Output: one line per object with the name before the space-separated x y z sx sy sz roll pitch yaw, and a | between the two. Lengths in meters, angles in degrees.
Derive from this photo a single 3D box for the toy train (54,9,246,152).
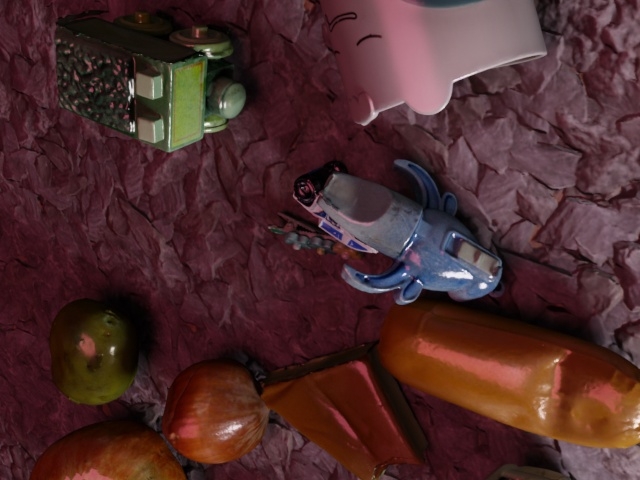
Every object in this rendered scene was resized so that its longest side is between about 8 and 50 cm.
toy train | -0.243 -0.233 1.187 0.272 0.188 0.159 23 123 25

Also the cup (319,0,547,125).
cup | 0.093 -0.274 0.918 0.290 0.219 0.257 11 119 69

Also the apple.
apple | -0.392 0.471 1.587 0.310 0.250 0.277 6 98 13

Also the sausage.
sausage | 0.246 0.165 1.042 0.354 0.116 0.134 17 105 28

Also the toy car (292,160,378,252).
toy car | 0.044 -0.038 1.128 0.171 0.080 0.070 34 128 20

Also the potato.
potato | -0.417 0.205 1.541 0.253 0.149 0.186 -40 67 49

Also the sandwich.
sandwich | 0.032 0.282 1.287 0.245 0.063 0.212 -23 96 42

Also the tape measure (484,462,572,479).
tape measure | 0.260 0.406 1.049 0.125 0.246 0.243 8 125 36

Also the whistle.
whistle | 0.116 0.000 1.037 0.269 0.180 0.093 31 158 -6

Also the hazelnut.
hazelnut | -0.174 0.285 1.375 0.182 0.182 0.182 15 118 31

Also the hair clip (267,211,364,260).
hair clip | 0.000 0.001 1.207 0.173 0.049 0.049 17 118 29
